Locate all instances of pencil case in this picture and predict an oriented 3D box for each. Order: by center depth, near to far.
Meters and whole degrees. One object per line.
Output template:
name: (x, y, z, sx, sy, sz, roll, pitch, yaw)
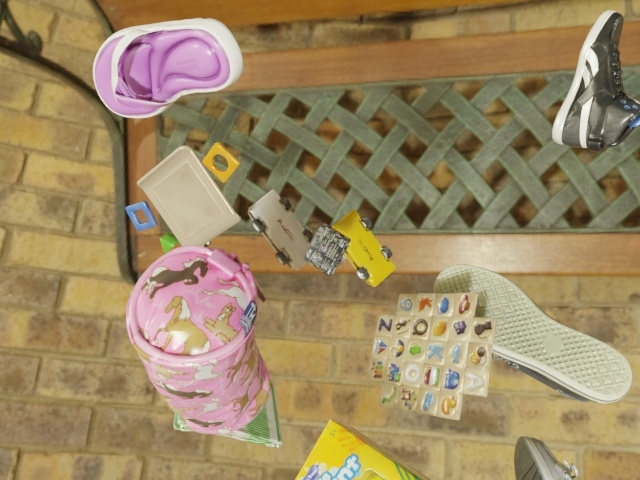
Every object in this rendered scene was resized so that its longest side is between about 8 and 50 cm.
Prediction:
pencil case: (-0.157, 0.162, 0.854, 0.167, 0.160, 0.386, -5, 149, -7)

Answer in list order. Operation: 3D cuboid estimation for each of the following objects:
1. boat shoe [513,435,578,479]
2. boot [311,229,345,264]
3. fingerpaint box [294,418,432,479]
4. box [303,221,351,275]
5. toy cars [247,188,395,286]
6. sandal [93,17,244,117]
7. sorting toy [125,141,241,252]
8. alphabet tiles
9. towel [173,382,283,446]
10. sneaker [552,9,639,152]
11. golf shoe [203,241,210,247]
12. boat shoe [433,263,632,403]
boat shoe: (0.469, 0.510, 1.110, 0.103, 0.320, 0.118, -4, 125, -15)
boot: (0.024, 0.021, 1.628, 0.087, 0.118, 0.042, -9, -154, -7)
fingerpaint box: (0.072, 0.642, 1.139, 0.371, 0.444, 0.163, 27, 169, 31)
box: (0.012, 0.017, 1.144, 0.067, 0.083, 0.018, 33, -158, 19)
toy cars: (0.000, 0.000, 1.444, 0.394, 0.176, 0.087, 13, 171, -20)
sandal: (-0.318, -0.311, 1.092, 0.416, 0.102, 0.169, -6, 122, 41)
sorting toy: (-0.278, -0.091, 1.279, 0.348, 0.047, 0.196, -29, 103, 35)
alphabet tiles: (0.251, 0.261, 1.396, 0.011, 0.285, 0.343, 26, 159, -38)
towel: (-0.269, 0.473, 1.732, 0.325, 0.247, 0.038, 20, 122, -26)
sneaker: (0.462, -0.242, 0.926, 0.121, 0.216, 0.079, 26, -166, 37)
golf shoe: (-0.429, 0.081, 2.028, 0.094, 0.198, 0.077, 11, -174, 5)
boat shoe: (0.497, 0.233, 1.457, 0.500, 0.186, 0.156, 31, 164, 22)
